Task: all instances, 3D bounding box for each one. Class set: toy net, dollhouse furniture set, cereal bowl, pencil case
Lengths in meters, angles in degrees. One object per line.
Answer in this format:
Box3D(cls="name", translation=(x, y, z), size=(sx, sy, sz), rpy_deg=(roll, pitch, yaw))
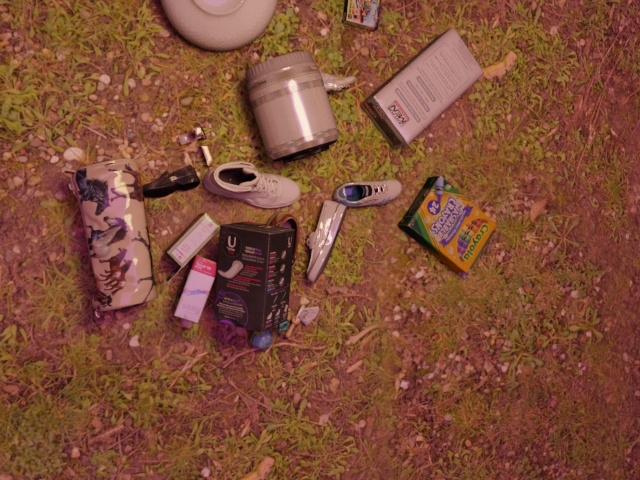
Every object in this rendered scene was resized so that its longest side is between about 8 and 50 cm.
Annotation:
Box3D(cls="toy net", translation=(-0.108, 0.240, 1.728), size=(0.232, 0.045, 0.122), rpy_deg=(-29, 134, -27))
Box3D(cls="dollhouse furniture set", translation=(-0.358, -0.257, 1.633), size=(0.081, 0.091, 0.115), rpy_deg=(-19, 101, -3))
Box3D(cls="cereal bowl", translation=(-0.277, -0.693, 1.564), size=(0.338, 0.141, 0.339), rpy_deg=(-2, 105, -7))
Box3D(cls="pencil case", translation=(-0.547, -0.005, 1.523), size=(0.183, 0.160, 0.411), rpy_deg=(-8, 94, -10))

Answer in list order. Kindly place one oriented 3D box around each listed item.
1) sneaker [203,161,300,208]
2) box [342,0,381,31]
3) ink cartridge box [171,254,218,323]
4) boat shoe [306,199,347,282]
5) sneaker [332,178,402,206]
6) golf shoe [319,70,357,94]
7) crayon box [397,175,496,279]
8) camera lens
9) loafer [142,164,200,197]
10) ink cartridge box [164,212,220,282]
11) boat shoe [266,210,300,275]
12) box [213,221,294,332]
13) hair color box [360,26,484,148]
Box3D(cls="sneaker", translation=(-0.177, -0.155, 1.647), size=(0.292, 0.169, 0.108), rpy_deg=(6, 87, -21))
Box3D(cls="box", translation=(0.137, -0.779, 1.815), size=(0.114, 0.036, 0.207), rpy_deg=(6, 89, -20))
Box3D(cls="ink cartridge box", translation=(-0.351, 0.133, 1.611), size=(0.072, 0.127, 0.175), rpy_deg=(22, 84, -17))
Box3D(cls="boat shoe", translation=(0.000, 0.000, 1.765), size=(0.084, 0.095, 0.258), rpy_deg=(21, 80, 9))
Box3D(cls="sneaker", translation=(0.156, -0.151, 1.810), size=(0.237, 0.086, 0.085), rpy_deg=(-9, 93, -21))
Box3D(cls="golf shoe", translation=(0.028, -0.490, 1.769), size=(0.176, 0.069, 0.086), rpy_deg=(-23, 93, -19))
Box3D(cls="crayon box", translation=(0.442, -0.037, 1.915), size=(0.322, 0.083, 0.203), rpy_deg=(37, 79, -17))
Box3D(cls="camera lens", translation=(-0.080, -0.373, 1.649), size=(0.219, 0.219, 0.275), rpy_deg=(-20, 98, -18))
Box3D(cls="loafer", translation=(-0.429, -0.166, 1.621), size=(0.169, 0.062, 0.061), rpy_deg=(-16, 74, -22))
Box3D(cls="ink cartridge box", translation=(-0.378, 0.017, 1.610), size=(0.062, 0.109, 0.209), rpy_deg=(44, 78, -15))
Box3D(cls="boat shoe", translation=(-0.132, 0.071, 1.694), size=(0.123, 0.116, 0.325), rpy_deg=(9, 88, -19))
Box3D(cls="box", translation=(-0.181, 0.094, 1.584), size=(0.143, 0.165, 0.271), rpy_deg=(-13, 111, -63))
Box3D(cls="hair color box", translation=(0.329, -0.488, 1.850), size=(0.374, 0.113, 0.185), rpy_deg=(-43, 104, -15))
